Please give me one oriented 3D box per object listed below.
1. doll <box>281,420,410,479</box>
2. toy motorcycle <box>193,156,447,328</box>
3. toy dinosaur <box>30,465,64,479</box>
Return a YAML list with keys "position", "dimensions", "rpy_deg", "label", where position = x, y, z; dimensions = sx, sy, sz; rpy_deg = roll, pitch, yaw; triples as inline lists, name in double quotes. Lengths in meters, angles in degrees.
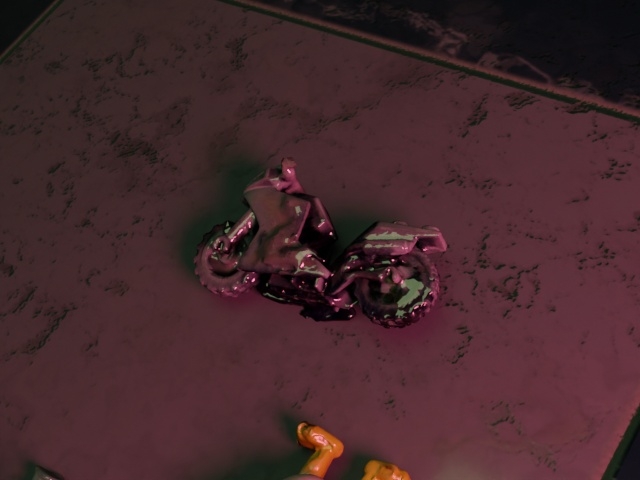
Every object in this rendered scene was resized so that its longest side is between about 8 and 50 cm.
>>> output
- position: [-0.065, 0.316, 0.674]
  dimensions: [0.160, 0.094, 0.365]
  rpy_deg: [22, 66, 26]
  label: "doll"
- position: [0.000, 0.000, 0.864]
  dimensions: [0.270, 0.106, 0.159]
  rpy_deg: [7, 65, 26]
  label: "toy motorcycle"
- position: [-0.397, 0.334, 0.776]
  dimensions: [0.383, 0.129, 0.331]
  rpy_deg: [20, 74, 29]
  label: "toy dinosaur"
